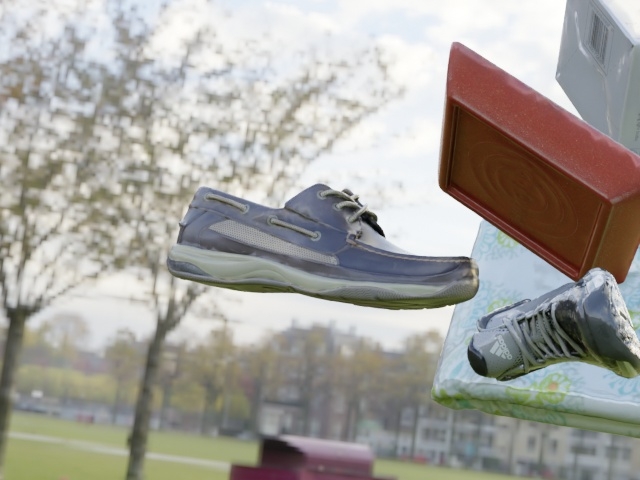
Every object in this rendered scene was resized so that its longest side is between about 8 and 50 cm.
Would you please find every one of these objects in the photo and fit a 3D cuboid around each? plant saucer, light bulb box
[{"bbox_3d":[0.224,-0.063,1.443,0.259,0.047,0.258,35,-20,17],"label":"plant saucer"},{"bbox_3d":[0.625,-0.298,2.274,0.361,0.225,0.358,-2,32,-8],"label":"light bulb box"}]

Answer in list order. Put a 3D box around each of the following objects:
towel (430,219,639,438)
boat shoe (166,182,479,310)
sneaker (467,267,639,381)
[{"bbox_3d":[0.364,0.101,1.863,0.375,0.320,0.090,6,-32,26],"label":"towel"},{"bbox_3d":[0.000,0.000,1.484,0.356,0.130,0.132,6,-5,16],"label":"boat shoe"},{"bbox_3d":[0.179,0.081,1.067,0.132,0.086,0.229,-21,-4,10],"label":"sneaker"}]
